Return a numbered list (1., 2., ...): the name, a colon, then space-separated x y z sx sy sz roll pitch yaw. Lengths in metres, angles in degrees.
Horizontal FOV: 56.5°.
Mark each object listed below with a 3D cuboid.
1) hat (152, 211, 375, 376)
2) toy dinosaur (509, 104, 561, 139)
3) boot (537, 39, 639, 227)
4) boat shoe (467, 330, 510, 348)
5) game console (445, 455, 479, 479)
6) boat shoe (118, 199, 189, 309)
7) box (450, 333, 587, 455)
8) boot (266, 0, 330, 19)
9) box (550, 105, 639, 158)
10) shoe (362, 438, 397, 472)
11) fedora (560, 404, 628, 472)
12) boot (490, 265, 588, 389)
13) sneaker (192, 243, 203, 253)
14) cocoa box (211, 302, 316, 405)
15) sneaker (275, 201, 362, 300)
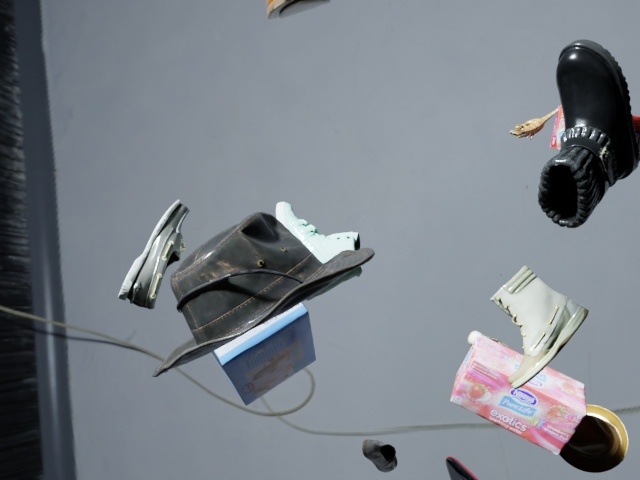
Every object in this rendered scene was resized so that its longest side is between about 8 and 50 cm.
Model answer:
1. hat: -0.101 0.043 0.794 0.331 0.331 0.134 -30 89 15
2. toy dinosaur: 0.660 -0.352 1.806 0.211 0.112 0.064 -33 91 -14
3. boot: 0.548 -0.227 1.271 0.260 0.131 0.348 -33 104 -26
4. boat shoe: 0.507 0.320 1.736 0.170 0.059 0.063 26 90 -22
5. game console: 0.108 0.232 0.363 0.124 0.085 0.144 -55 29 -1
6. boat shoe: -0.392 0.032 1.481 0.091 0.109 0.305 27 56 -9
7. box: 0.511 0.394 1.545 0.300 0.142 0.154 26 115 10
8. boot: -0.041 -0.436 0.821 0.109 0.283 0.220 -9 117 21
9. box: 0.822 -0.312 1.736 0.256 0.122 0.128 4 105 -13
10. shoe: 0.198 0.668 1.841 0.058 0.219 0.077 -11 55 26
11. fedora: 0.709 0.517 1.586 0.194 0.079 0.194 -23 47 27
12. boot: 0.408 0.175 1.204 0.165 0.077 0.213 40 93 20
13. sneaker: -0.149 0.042 1.126 0.223 0.098 0.083 -17 43 28
14. cocoa box: -0.168 0.214 1.460 0.231 0.347 0.228 -31 63 -14
15. sneaker: 0.000 0.001 1.243 0.151 0.094 0.256 -20 51 -5
